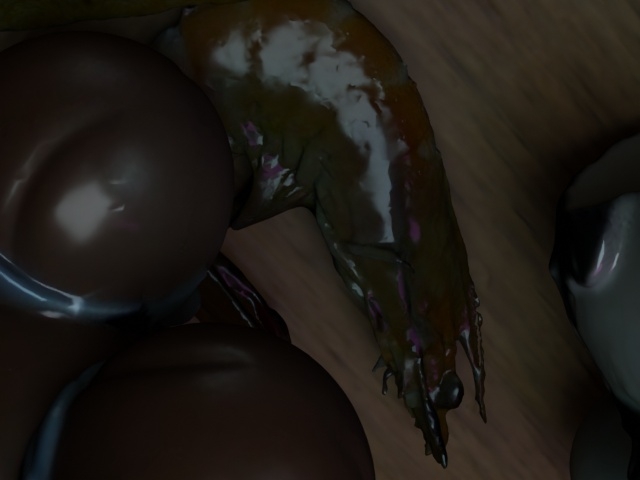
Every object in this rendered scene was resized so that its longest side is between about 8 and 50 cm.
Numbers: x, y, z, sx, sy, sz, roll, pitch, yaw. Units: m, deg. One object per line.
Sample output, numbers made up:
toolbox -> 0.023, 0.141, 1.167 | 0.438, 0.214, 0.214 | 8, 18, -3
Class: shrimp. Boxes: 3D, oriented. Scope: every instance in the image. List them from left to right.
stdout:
shrimp -> 0.000, 0.000, 0.856 | 0.150, 0.068, 0.249 | -29, 105, 10

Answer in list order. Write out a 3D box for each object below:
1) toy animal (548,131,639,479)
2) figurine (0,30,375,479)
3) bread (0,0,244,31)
toy animal -> 0.213, 0.073, 0.848 | 0.212, 0.212, 0.267 | -10, 105, -7
figurine -> -0.196, 0.100, 0.745 | 0.388, 0.277, 0.248 | -16, 151, -16
bread -> -0.004, -0.148, 0.789 | 0.367, 0.077, 0.084 | -8, 141, -6
